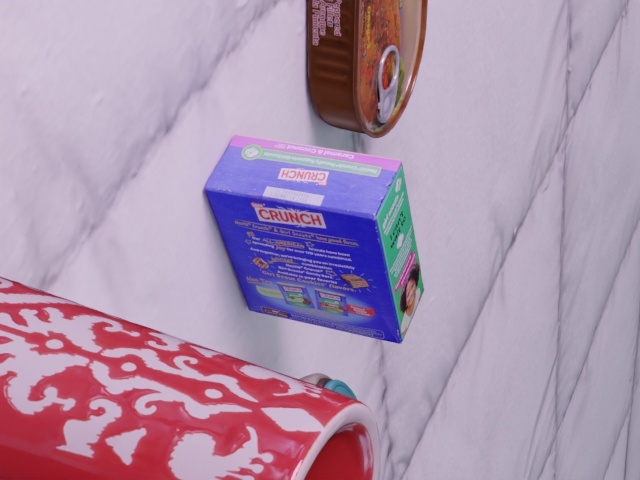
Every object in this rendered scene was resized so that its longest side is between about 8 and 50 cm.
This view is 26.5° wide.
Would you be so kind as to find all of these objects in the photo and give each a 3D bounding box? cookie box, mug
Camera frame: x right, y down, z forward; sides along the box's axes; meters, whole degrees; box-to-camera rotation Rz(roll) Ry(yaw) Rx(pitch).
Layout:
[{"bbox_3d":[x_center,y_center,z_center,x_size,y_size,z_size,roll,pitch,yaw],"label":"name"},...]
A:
[{"bbox_3d":[0.000,0.000,0.692,0.107,0.091,0.040,75,32,-51],"label":"cookie box"},{"bbox_3d":[-0.082,0.083,0.422,0.150,0.169,0.113,-49,146,-52],"label":"mug"}]

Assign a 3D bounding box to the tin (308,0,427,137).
[{"bbox_3d":[0.029,-0.150,0.755,0.106,0.040,0.190,-42,140,-50],"label":"tin"}]

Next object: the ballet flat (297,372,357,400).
[{"bbox_3d":[-0.022,0.177,0.687,0.248,0.086,0.086,-85,171,-46],"label":"ballet flat"}]
